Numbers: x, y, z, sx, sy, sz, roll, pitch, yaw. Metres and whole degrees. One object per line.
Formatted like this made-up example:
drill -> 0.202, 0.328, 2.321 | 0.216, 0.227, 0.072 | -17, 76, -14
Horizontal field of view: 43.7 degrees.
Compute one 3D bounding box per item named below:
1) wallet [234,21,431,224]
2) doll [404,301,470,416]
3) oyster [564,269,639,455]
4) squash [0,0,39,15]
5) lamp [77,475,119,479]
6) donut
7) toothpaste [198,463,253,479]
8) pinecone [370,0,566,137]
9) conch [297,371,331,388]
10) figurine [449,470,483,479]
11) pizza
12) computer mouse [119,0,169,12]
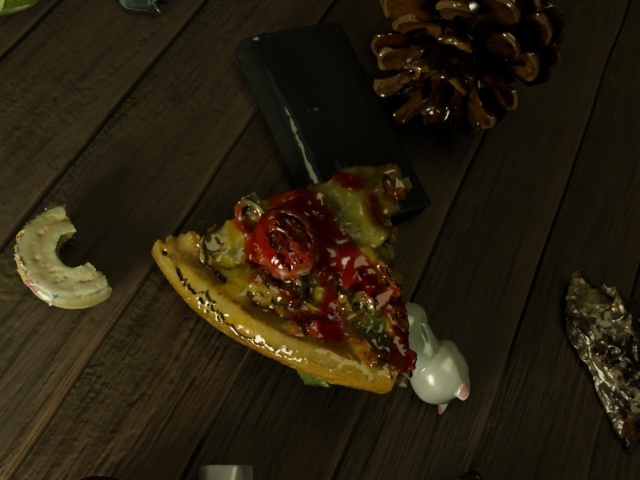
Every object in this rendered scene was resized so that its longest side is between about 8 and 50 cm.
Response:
wallet -> 0.019, -0.203, 1.438 | 0.228, 0.062, 0.406 | -17, 74, -25
doll -> 0.162, 0.182, 1.276 | 0.180, 0.110, 0.107 | 41, 62, 2
oyster -> 0.583, 0.204, 1.444 | 0.221, 0.096, 0.361 | -10, 71, -33
squash -> -0.503, -0.432, 1.360 | 0.132, 0.105, 0.105 | -15, 69, -47
lamp -> -0.280, 0.371, 0.988 | 0.157, 0.135, 0.156 | 41, 57, 5
donut -> -0.386, 0.035, 1.163 | 0.108, 0.065, 0.166 | -23, 75, -29
toothpaste -> -0.125, 0.483, 1.031 | 0.125, 0.080, 0.371 | 5, 67, -19
pinecone -> 0.248, -0.345, 1.466 | 0.384, 0.384, 0.384 | 9, 61, -17
conch -> -0.001, 0.180, 1.250 | 0.089, 0.074, 0.121 | 26, 32, -44
figurine -> 0.175, 0.405, 1.184 | 0.196, 0.108, 0.114 | -20, 82, -47
pizza -> 0.000, 0.000, 1.231 | 0.440, 0.130, 0.406 | 27, 63, 13
computer mouse -> -0.340, -0.507, 1.465 | 0.113, 0.068, 0.229 | -24, 85, -11
